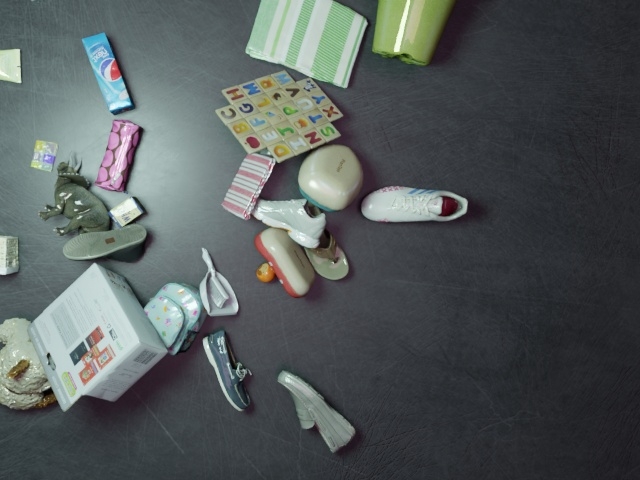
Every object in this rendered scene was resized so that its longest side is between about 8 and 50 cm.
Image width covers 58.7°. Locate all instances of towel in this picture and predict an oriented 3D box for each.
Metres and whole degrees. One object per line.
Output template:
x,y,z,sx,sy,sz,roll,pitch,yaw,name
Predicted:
-0.212,-0.166,1.680,0.029,0.144,0.197,28,88,-41,towel
-0.037,-0.625,1.727,0.325,0.038,0.247,18,89,-9,towel
-0.790,-0.244,1.628,0.060,0.009,0.083,14,91,-12,towel

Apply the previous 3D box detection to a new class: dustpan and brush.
-0.319,0.120,1.699,0.060,0.147,0.211,-40,70,18,dustpan and brush

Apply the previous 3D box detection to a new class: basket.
-0.934,0.036,1.570,0.167,0.113,0.103,4,91,-11,basket

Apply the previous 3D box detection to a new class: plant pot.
0.271,-0.663,1.682,0.276,0.276,0.253,11,103,-11,plant pot

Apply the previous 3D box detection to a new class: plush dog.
-0.826,0.381,1.591,0.263,0.210,0.225,27,114,-10,plush dog

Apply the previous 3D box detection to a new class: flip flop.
0.000,0.000,1.752,0.112,0.080,0.277,-25,98,-8,flip flop

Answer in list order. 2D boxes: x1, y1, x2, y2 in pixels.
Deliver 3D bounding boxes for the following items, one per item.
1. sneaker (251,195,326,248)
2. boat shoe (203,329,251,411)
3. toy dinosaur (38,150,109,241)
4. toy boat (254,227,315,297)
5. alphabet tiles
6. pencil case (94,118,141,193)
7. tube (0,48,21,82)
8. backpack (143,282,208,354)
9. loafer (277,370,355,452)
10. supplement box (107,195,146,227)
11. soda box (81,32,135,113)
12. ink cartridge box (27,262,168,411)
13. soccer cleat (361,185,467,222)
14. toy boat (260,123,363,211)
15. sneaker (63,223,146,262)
-0.096,-0.089,1.688,0.263,0.099,0.121,30,107,6,sneaker
-0.268,0.393,1.728,0.079,0.095,0.254,-25,89,4,boat shoe
-0.676,-0.081,1.606,0.160,0.121,0.313,-35,96,0,toy dinosaur
-0.129,0.077,1.721,0.151,0.151,0.231,-27,99,22,toy boat
-0.111,-0.365,1.639,0.343,0.011,0.285,-28,72,-30,alphabet tiles
-0.573,-0.242,1.623,0.095,0.098,0.209,14,91,-16,pencil case
-0.955,-0.484,1.562,0.240,0.062,0.070,-2,138,-15,tube
-0.424,0.217,1.649,0.166,0.144,0.188,33,86,16,backpack
-0.025,0.534,1.770,0.111,0.112,0.319,-46,101,-13,loafer
-0.557,-0.082,1.644,0.083,0.083,0.056,-36,100,-6,supplement box
-0.599,-0.470,1.615,0.067,0.071,0.210,-21,97,-8,soda box
-0.612,0.268,1.548,0.272,0.130,0.309,-42,59,1,ink cartridge box
0.296,-0.114,1.766,0.332,0.143,0.115,-2,94,-10,soccer cleat
-0.026,-0.217,1.690,0.318,0.148,0.267,34,43,-1,toy boat
-0.599,0.033,1.603,0.222,0.118,0.083,-14,61,-23,sneaker
